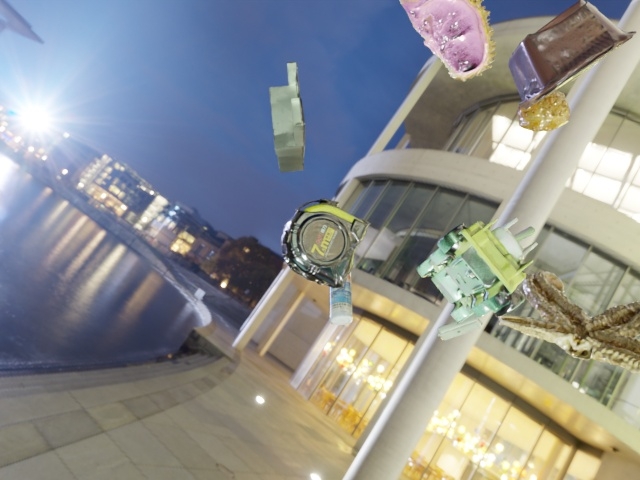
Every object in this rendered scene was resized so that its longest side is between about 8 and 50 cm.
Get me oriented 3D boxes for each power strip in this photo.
[{"bbox_3d":[0.277,0.174,0.942,0.040,0.090,0.016,55,17,-48],"label":"power strip"}]

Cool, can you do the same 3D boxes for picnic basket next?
[{"bbox_3d":[0.532,-0.414,1.055,0.129,0.222,0.297,58,16,0],"label":"picnic basket"}]

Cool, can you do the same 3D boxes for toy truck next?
[{"bbox_3d":[0.249,0.040,0.731,0.128,0.135,0.259,53,-10,13],"label":"toy truck"}]

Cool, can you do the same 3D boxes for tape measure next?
[{"bbox_3d":[0.000,0.000,1.116,0.186,0.199,0.112,27,-16,-14],"label":"tape measure"}]

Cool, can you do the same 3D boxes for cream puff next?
[{"bbox_3d":[0.679,-0.401,1.442,0.165,0.150,0.115,37,-31,58],"label":"cream puff"}]

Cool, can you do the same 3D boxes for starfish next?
[{"bbox_3d":[0.602,0.170,0.960,0.432,0.324,0.082,9,-60,44],"label":"starfish"}]

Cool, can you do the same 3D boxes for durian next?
[{"bbox_3d":[0.381,-0.588,1.291,0.191,0.112,0.341,-15,-42,44],"label":"durian"}]

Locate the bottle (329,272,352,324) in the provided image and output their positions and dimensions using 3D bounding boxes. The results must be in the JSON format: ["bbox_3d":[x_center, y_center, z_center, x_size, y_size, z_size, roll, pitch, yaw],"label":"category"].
[{"bbox_3d":[0.051,0.108,1.213,0.060,0.217,0.060,0,-35,0],"label":"bottle"}]

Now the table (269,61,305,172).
[{"bbox_3d":[-0.067,-0.245,0.962,0.062,0.146,0.175,-6,-20,-2],"label":"table"}]
